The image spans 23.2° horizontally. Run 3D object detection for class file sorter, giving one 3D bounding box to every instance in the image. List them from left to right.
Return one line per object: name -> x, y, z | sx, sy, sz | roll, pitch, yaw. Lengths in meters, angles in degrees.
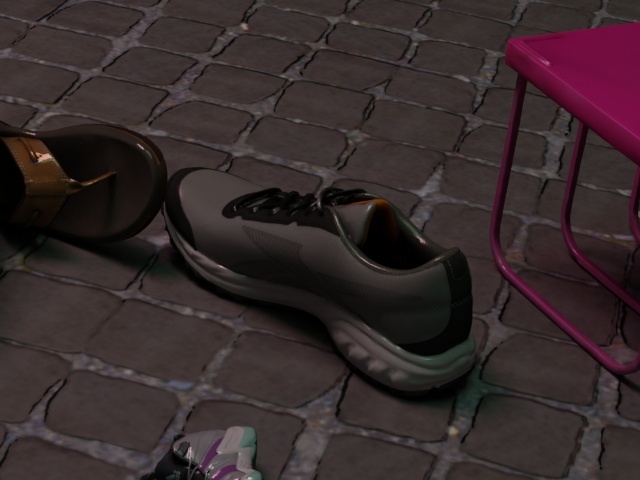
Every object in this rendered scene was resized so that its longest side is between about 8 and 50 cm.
file sorter -> 0.296, -0.040, 1.135 | 0.291, 0.182, 0.202 | -10, 35, -27

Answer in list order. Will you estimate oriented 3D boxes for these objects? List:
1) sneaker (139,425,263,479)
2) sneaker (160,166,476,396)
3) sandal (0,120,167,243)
sneaker -> -0.069, 0.140, 0.889 | 0.069, 0.038, 0.098 | 1, 21, -8
sneaker -> 0.000, 0.000, 1.076 | 0.272, 0.108, 0.100 | 27, 37, 33
sandal -> -0.213, -0.049, 1.122 | 0.219, 0.090, 0.060 | 15, 18, 20
